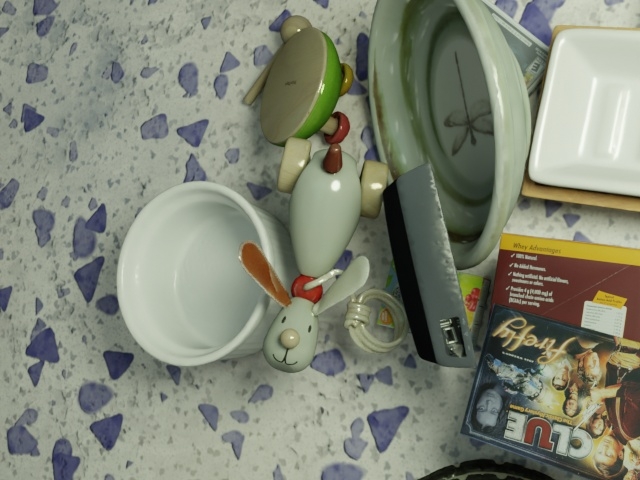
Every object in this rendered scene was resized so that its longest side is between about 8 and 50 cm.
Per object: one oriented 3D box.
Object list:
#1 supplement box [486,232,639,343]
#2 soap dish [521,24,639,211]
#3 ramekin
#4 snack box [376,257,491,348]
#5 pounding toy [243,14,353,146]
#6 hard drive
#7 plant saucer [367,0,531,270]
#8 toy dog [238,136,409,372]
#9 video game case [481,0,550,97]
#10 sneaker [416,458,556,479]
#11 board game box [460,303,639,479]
[{"bbox_3d":[0.320,0.102,1.178,0.191,0.129,0.194,7,86,29],"label":"supplement box"},{"bbox_3d":[0.418,-0.144,1.171,0.291,0.118,0.228,10,87,29],"label":"soap dish"},{"bbox_3d":[-0.164,0.055,1.443,0.277,0.135,0.277,-4,81,28],"label":"ramekin"},{"bbox_3d":[0.158,0.087,1.319,0.141,0.037,0.100,13,86,31],"label":"snack box"},{"bbox_3d":[-0.009,-0.230,1.440,0.183,0.110,0.237,-62,31,19],"label":"pounding toy"},{"bbox_3d":[0.134,0.037,1.203,0.054,0.172,0.254,-12,88,-5],"label":"hard drive"},{"bbox_3d":[0.177,-0.165,1.220,0.101,0.400,0.400,-12,72,-16],"label":"plant saucer"},{"bbox_3d":[0.000,0.000,1.269,0.220,0.161,0.333,-7,75,-1],"label":"toy dog"},{"bbox_3d":[0.219,-0.249,1.350,0.173,0.022,0.190,-50,64,13],"label":"video game case"},{"bbox_3d":[0.156,0.418,1.242,0.410,0.158,0.182,-18,105,23],"label":"sneaker"},{"bbox_3d":[0.298,0.182,1.079,0.243,0.042,0.165,14,90,29],"label":"board game box"}]
